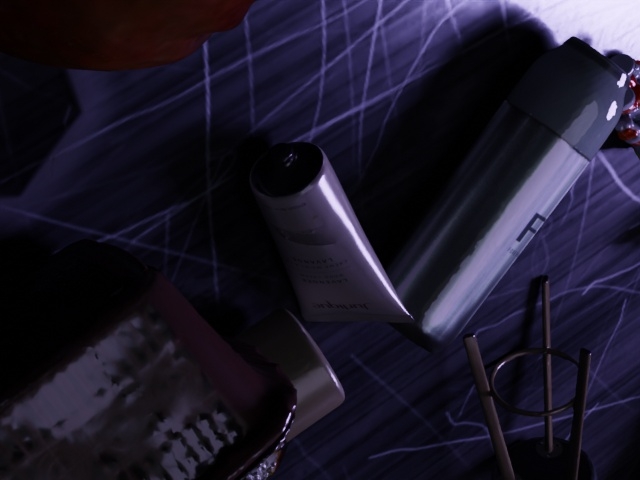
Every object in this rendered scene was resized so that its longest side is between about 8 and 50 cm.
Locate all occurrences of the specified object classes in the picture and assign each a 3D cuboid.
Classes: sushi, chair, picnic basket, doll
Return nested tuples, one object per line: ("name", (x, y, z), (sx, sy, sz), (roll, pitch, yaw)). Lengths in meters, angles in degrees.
("sushi", (-0.039, 0.145, 1.355), (0.046, 0.044, 0.083), (-6, 125, -38))
("chair", (0.180, 0.149, 1.529), (0.095, 0.104, 0.221), (-15, 128, -1))
("picnic basket", (-0.179, 0.117, 1.111), (0.297, 0.222, 0.129), (-37, 115, -15))
("doll", (0.275, -0.093, 1.446), (0.180, 0.079, 0.094), (30, 57, -42))

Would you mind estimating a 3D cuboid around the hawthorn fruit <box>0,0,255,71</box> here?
("hawthorn fruit", (-0.098, -0.245, 0.843), (0.308, 0.308, 0.324), (-23, 97, -29))

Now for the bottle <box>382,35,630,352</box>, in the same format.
("bottle", (0.135, -0.035, 1.359), (0.253, 0.079, 0.096), (-54, 176, 5))

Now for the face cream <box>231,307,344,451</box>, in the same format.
("face cream", (-0.143, 0.173, 1.265), (0.341, 0.084, 0.137), (-34, 143, -8))

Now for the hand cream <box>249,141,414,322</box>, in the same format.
("hand cream", (0.000, 0.000, 1.269), (0.186, 0.087, 0.054), (65, 33, -44))
